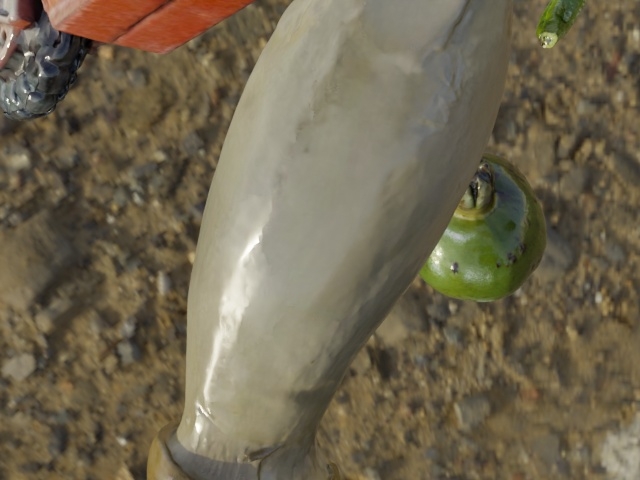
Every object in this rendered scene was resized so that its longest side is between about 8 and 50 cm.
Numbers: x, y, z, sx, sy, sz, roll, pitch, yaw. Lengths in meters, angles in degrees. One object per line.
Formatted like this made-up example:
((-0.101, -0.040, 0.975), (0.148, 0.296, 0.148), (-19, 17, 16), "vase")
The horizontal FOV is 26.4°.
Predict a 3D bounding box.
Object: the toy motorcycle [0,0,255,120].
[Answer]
((-0.052, -0.144, 0.449), (0.298, 0.089, 0.171), (-19, 60, 53), "toy motorcycle")

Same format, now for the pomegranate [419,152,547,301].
((0.191, -0.030, 1.722), (0.202, 0.248, 0.202), (-3, 58, 5), "pomegranate")

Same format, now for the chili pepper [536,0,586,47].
((0.113, -0.118, 0.615), (0.017, 0.030, 0.083), (13, 73, 26), "chili pepper")

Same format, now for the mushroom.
((0.000, 0.000, 0.703), (0.128, 0.128, 0.350), (27, 110, 23), "mushroom")
